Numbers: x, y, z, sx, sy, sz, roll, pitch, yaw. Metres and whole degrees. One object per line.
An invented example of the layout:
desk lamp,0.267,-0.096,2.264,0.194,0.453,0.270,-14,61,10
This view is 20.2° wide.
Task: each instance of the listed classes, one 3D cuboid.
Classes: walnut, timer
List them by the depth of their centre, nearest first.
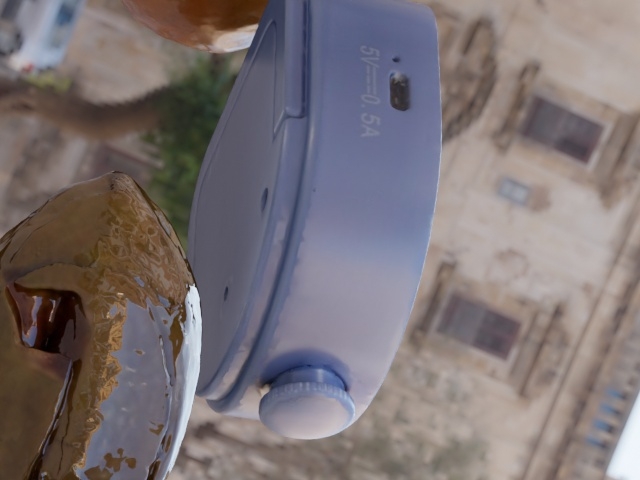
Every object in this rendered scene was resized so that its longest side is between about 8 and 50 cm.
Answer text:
walnut,-0.133,0.083,0.916,0.137,0.137,0.245,-170,-84,-79
timer,0.000,0.000,1.576,0.395,0.173,0.394,-168,-90,-75

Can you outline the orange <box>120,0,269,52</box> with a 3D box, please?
orange,-0.087,-0.320,1.741,0.284,0.226,0.283,-11,-105,49
